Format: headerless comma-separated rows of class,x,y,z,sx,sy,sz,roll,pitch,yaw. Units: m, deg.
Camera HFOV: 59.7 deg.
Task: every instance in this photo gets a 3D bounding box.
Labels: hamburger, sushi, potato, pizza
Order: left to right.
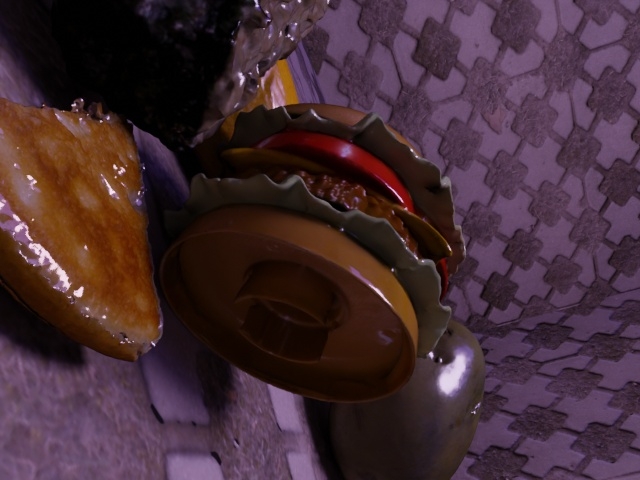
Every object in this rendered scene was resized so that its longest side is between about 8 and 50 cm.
pizza,-0.164,-0.022,0.371,0.193,0.053,0.200,-87,154,-61
sushi,-0.080,-0.244,0.506,0.211,0.171,0.350,116,0,-53
hamburger,0.000,0.000,0.533,0.274,0.275,0.212,64,37,-39
potato,0.129,0.261,0.868,0.243,0.221,0.326,-10,121,-60

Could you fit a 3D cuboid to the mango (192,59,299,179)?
mango,-0.087,-0.121,0.703,0.187,0.144,0.359,-64,141,-68
